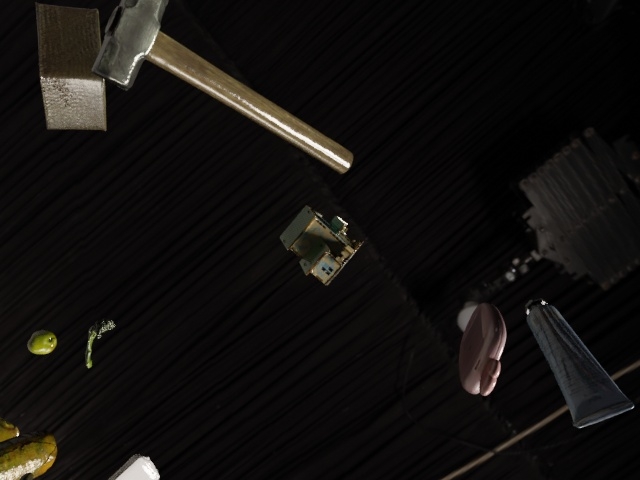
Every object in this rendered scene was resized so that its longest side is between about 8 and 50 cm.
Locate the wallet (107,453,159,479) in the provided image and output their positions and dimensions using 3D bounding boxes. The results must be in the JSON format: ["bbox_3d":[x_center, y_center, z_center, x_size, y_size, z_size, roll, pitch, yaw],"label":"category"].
[{"bbox_3d":[-0.464,0.584,1.190,0.033,0.190,0.095,9,-44,51],"label":"wallet"}]

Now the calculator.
[{"bbox_3d":[0.206,0.139,0.667,0.024,0.103,0.166,21,19,4],"label":"calculator"}]

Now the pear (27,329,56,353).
[{"bbox_3d":[-0.962,0.352,1.790,0.092,0.096,0.092,0,90,-80],"label":"pear"}]

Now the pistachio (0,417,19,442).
[{"bbox_3d":[-0.662,0.355,0.970,0.172,0.090,0.049,9,2,-22],"label":"pistachio"}]

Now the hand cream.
[{"bbox_3d":[0.403,0.189,0.850,0.256,0.088,0.055,-96,160,-59],"label":"hand cream"}]

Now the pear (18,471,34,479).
[{"bbox_3d":[-0.365,0.382,0.449,0.287,0.287,0.375,49,30,-23],"label":"pear"}]

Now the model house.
[{"bbox_3d":[0.000,0.000,1.539,0.206,0.178,0.271,39,11,5],"label":"model house"}]

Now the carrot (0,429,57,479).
[{"bbox_3d":[-0.527,0.373,0.848,0.082,0.082,0.173,55,26,19],"label":"carrot"}]

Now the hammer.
[{"bbox_3d":[-0.090,-0.170,0.651,0.365,0.111,0.043,24,0,-38],"label":"hammer"}]

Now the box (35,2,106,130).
[{"bbox_3d":[-0.614,-0.426,1.277,0.184,0.143,0.273,120,-41,-51],"label":"box"}]

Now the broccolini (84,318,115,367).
[{"bbox_3d":[-0.607,0.271,1.387,0.052,0.194,0.054,43,34,11],"label":"broccolini"}]
